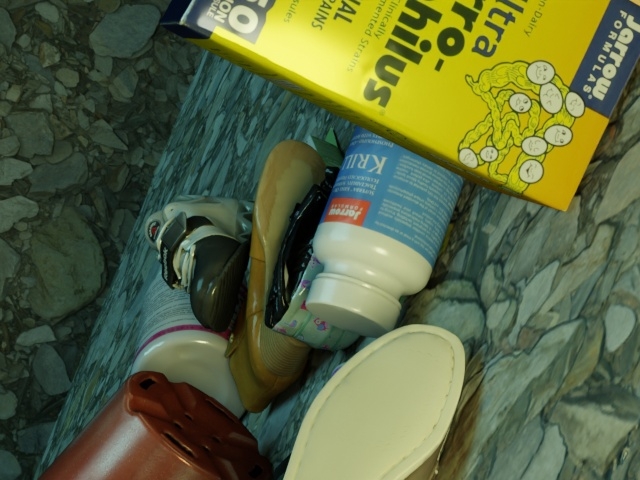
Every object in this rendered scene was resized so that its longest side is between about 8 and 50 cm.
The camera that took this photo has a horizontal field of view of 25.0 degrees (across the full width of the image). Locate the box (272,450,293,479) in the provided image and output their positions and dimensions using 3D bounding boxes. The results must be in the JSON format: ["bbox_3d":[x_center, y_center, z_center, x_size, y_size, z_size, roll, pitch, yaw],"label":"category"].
[{"bbox_3d":[-0.014,0.253,1.387,0.052,0.062,0.083,-50,20,42],"label":"box"}]

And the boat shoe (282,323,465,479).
[{"bbox_3d":[0.031,0.213,1.185,0.324,0.116,0.097,-59,-32,-31],"label":"boat shoe"}]

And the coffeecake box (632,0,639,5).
[{"bbox_3d":[0.300,-0.278,1.139,0.142,0.068,0.185,-53,19,37],"label":"coffeecake box"}]

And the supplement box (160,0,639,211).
[{"bbox_3d":[0.070,-0.191,1.231,0.194,0.356,0.195,-65,14,3],"label":"supplement box"}]

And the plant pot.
[{"bbox_3d":[-0.209,0.311,1.649,0.265,0.272,0.272,-53,16,13],"label":"plant pot"}]

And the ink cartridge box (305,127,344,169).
[{"bbox_3d":[-0.030,-0.065,2.017,0.171,0.056,0.235,-62,16,15],"label":"ink cartridge box"}]

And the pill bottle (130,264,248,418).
[{"bbox_3d":[-0.169,0.127,1.970,0.160,0.160,0.283,-59,16,23],"label":"pill bottle"}]

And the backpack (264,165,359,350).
[{"bbox_3d":[0.008,0.028,1.589,0.152,0.115,0.182,119,170,-68],"label":"backpack"}]

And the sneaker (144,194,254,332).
[{"bbox_3d":[-0.165,0.021,1.871,0.330,0.146,0.122,-85,10,-73],"label":"sneaker"}]

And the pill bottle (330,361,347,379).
[{"bbox_3d":[0.031,0.160,1.423,0.043,0.043,0.083,-57,16,29],"label":"pill bottle"}]

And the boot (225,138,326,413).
[{"bbox_3d":[-0.062,0.046,1.761,0.211,0.104,0.295,129,145,-56],"label":"boot"}]

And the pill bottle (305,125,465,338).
[{"bbox_3d":[0.065,-0.020,1.442,0.222,0.124,0.124,-69,15,-16],"label":"pill bottle"}]
